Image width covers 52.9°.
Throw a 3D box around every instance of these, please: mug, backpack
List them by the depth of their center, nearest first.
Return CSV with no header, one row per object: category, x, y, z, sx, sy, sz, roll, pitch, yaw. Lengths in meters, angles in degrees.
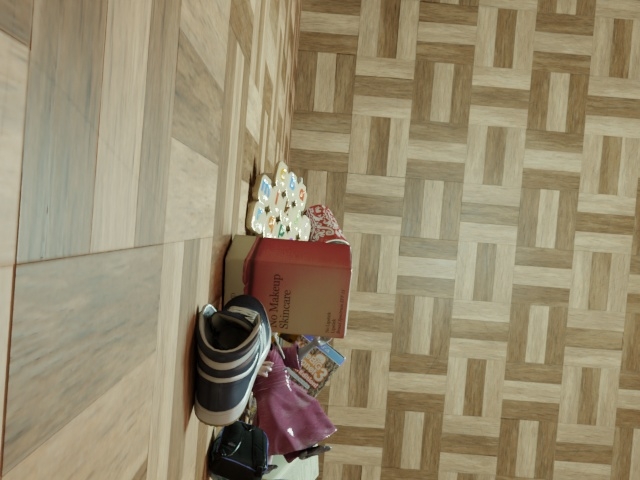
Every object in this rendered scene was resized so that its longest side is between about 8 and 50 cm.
backpack,-0.154,0.397,1.191,0.084,0.105,0.114,-61,-168,23
mug,-0.004,-0.006,1.848,0.113,0.150,0.169,37,23,-41

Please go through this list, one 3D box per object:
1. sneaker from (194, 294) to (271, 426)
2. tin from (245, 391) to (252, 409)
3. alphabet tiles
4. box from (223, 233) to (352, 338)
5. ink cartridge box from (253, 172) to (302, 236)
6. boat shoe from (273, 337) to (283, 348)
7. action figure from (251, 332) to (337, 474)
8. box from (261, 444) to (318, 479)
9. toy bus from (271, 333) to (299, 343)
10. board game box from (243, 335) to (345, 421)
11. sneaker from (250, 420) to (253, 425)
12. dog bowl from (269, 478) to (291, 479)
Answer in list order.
sneaker,-0.129,0.133,0.996,0.282,0.099,0.153,-81,179,-59
tin,-0.188,0.342,1.663,0.106,0.040,0.190,103,-7,-55
alphabet tiles,-0.099,-0.041,1.599,0.284,0.021,0.278,44,52,-56
box,-0.061,0.085,1.216,0.127,0.232,0.149,-87,-178,-69
ink cartridge box,-0.118,-0.050,1.881,0.353,0.119,0.207,96,0,-80
boat shoe,-0.142,0.398,2.109,0.112,0.095,0.335,-99,-177,-81
action figure,-0.111,0.350,1.540,0.275,0.248,0.370,-42,-121,38
box,-0.117,0.675,1.850,0.311,0.121,0.148,-18,106,-68
toy bus,-0.080,0.186,1.917,0.333,0.130,0.108,-58,180,-37
board game box,-0.078,0.418,1.847,0.291,0.141,0.232,-50,172,-13
sneaker,-0.191,0.677,2.048,0.118,0.107,0.279,110,-9,-46
dog bowl,-0.106,0.755,1.642,0.104,0.264,0.265,-106,-160,-80
